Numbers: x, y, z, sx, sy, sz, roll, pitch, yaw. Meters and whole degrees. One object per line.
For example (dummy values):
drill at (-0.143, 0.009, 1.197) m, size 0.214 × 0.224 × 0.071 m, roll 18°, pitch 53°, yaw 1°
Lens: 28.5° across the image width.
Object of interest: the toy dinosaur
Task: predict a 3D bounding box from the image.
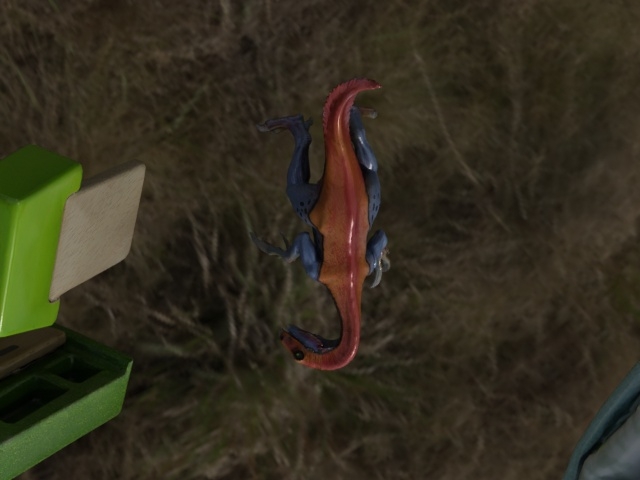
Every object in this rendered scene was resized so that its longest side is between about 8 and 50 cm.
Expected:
toy dinosaur at (0.000, 0.000, 0.404) m, size 0.047 × 0.082 × 0.090 m, roll -6°, pitch 172°, yaw 0°

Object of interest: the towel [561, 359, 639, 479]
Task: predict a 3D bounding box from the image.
towel at (0.328, 0.057, 0.589) m, size 0.320 × 0.090 × 0.374 m, roll 9°, pitch 135°, yaw -23°

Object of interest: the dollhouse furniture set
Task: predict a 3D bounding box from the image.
dollhouse furniture set at (-0.265, -0.011, 0.741) m, size 0.151 × 0.301 × 0.198 m, roll -33°, pitch 141°, yaw -62°
